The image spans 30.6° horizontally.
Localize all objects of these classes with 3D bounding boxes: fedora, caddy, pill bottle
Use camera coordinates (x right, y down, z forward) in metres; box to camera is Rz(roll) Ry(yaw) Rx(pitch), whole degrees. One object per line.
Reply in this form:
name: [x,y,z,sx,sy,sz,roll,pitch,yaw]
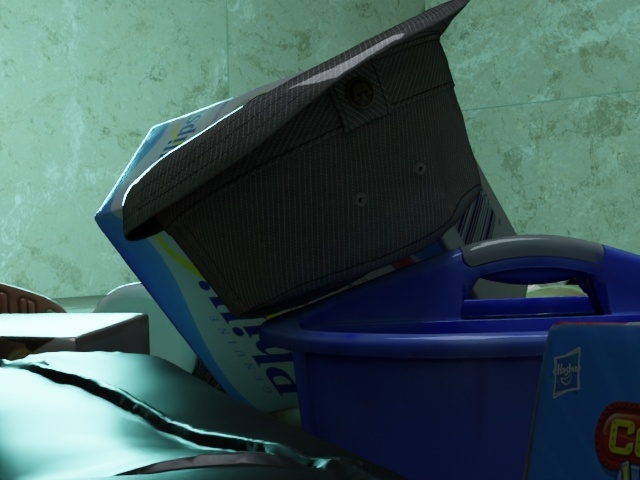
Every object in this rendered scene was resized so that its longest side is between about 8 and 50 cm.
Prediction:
fedora: [0.013,-0.037,0.749,0.275,0.124,0.243,-31,0,-38]
caddy: [0.133,0.086,0.730,0.341,0.179,0.241,-2,0,-7]
pill bottle: [-0.139,0.103,1.270,0.130,0.131,0.245,-1,1,20]

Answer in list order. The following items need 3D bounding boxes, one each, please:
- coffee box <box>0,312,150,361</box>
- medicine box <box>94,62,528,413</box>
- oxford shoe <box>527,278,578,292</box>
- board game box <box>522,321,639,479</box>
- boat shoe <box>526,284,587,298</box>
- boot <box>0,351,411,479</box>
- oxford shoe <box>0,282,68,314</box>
coffee box: [-0.298,0.120,0.904,0.297,0.119,0.168,-1,2,9]
medicine box: [0.000,0.000,1.043,0.289,0.263,0.149,-16,32,30]
oxford shoe: [0.216,0.097,1.317,0.449,0.130,0.169,-2,2,37]
board game box: [0.270,0.093,0.344,0.301,0.086,0.308,13,-9,-23]
boat shoe: [0.213,0.105,1.025,0.110,0.122,0.341,-1,2,-20]
boot: [-0.135,0.107,0.413,0.367,0.146,0.445,12,0,-30]
oxford shoe: [-0.471,0.110,1.285,0.396,0.141,0.146,1,-6,-10]
